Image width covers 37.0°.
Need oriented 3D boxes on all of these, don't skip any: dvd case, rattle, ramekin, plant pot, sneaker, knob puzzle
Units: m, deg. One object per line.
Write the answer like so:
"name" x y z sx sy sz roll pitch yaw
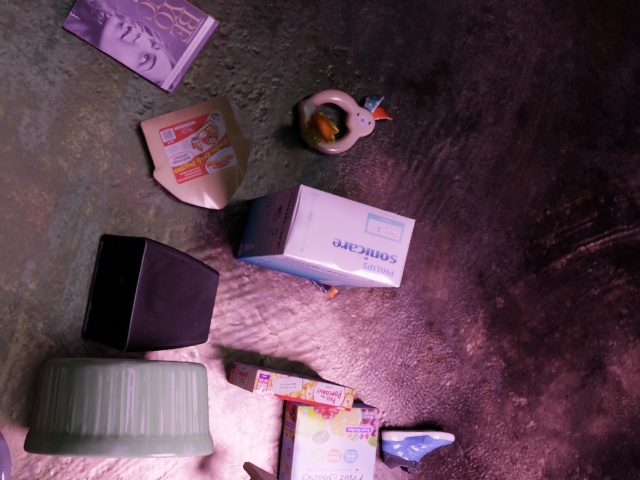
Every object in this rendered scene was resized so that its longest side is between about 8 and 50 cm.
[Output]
"dvd case" -0.312 -0.378 1.665 0.221 0.018 0.164 30 118 -20
"rattle" 0.066 -0.242 1.815 0.200 0.143 0.130 -7 74 -17
"ramekin" -0.324 0.270 1.566 0.303 0.303 0.148 5 81 -23
"plant pot" -0.283 0.097 1.650 0.167 0.187 0.188 12 85 -35
"sneaker" 0.194 0.421 1.903 0.152 0.058 0.084 3 83 -18
"knob puzzle" -0.219 -0.149 1.749 0.213 0.030 0.213 0 89 -23

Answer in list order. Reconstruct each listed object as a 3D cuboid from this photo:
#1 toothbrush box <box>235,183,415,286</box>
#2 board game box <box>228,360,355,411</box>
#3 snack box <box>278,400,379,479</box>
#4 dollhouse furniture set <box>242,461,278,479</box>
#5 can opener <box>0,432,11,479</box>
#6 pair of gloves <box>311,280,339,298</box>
"toothbrush box" 0.000 0.000 1.691 0.216 0.295 0.126 16 83 -18
"board game box" -0.055 0.266 1.754 0.193 0.147 0.045 15 84 -21
"snack box" 0.015 0.415 1.824 0.174 0.070 0.207 5 90 -23
"dollhouse furniture set" -0.049 0.659 1.651 0.394 0.256 0.362 37 85 -29
"can opener" -0.535 0.450 1.552 0.093 0.074 0.280 -20 81 21
"pair of gloves" 0.021 0.063 1.859 0.074 0.010 0.083 42 76 -13
